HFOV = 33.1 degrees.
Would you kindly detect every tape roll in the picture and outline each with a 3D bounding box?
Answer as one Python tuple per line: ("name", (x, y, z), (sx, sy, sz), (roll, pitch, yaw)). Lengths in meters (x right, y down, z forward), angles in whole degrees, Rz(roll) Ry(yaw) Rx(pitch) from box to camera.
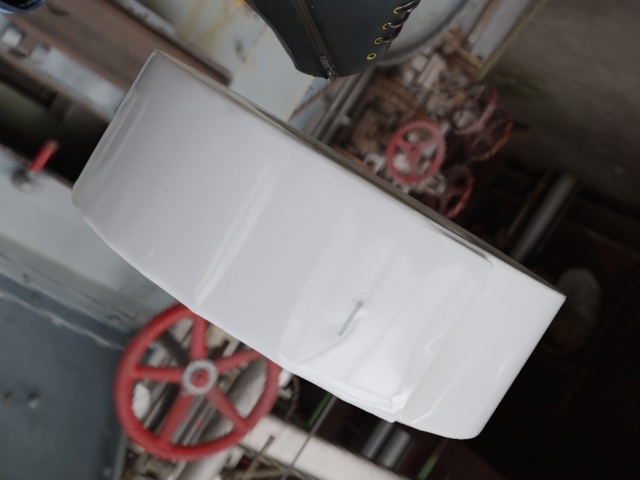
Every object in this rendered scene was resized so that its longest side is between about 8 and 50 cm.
("tape roll", (0.000, 0.000, 0.643), (0.286, 0.100, 0.286), (31, -175, -3))

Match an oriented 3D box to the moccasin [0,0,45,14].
("moccasin", (-0.261, -0.251, 0.759), (0.117, 0.137, 0.342), (40, -177, 3))

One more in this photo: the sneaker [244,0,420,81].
("sneaker", (0.052, -0.166, 0.622), (0.222, 0.083, 0.118), (-4, 142, 32))
